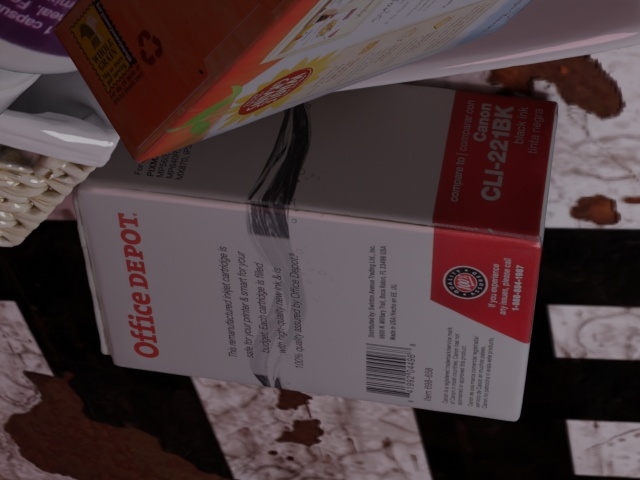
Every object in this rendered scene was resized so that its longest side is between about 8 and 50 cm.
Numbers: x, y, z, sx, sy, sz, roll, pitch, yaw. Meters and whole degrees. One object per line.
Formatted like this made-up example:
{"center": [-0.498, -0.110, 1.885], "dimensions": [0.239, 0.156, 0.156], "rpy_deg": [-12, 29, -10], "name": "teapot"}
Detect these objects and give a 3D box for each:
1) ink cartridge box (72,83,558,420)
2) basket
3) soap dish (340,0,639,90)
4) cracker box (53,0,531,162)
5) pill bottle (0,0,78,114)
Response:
{"center": [0.000, 0.000, 1.138], "dimensions": [0.273, 0.114, 0.197], "rpy_deg": [7, 143, 6], "name": "ink cartridge box"}
{"center": [-0.181, -0.091, 0.916], "dimensions": [0.113, 0.167, 0.103], "rpy_deg": [12, 138, -33], "name": "basket"}
{"center": [0.025, -0.185, 0.889], "dimensions": [0.291, 0.118, 0.229], "rpy_deg": [-7, 139, 24], "name": "soap dish"}
{"center": [0.032, -0.121, 0.696], "dimensions": [0.156, 0.232, 0.067], "rpy_deg": [-40, 79, 43], "name": "cracker box"}
{"center": [-0.098, -0.172, 0.727], "dimensions": [0.169, 0.169, 0.301], "rpy_deg": [32, 130, -24], "name": "pill bottle"}
